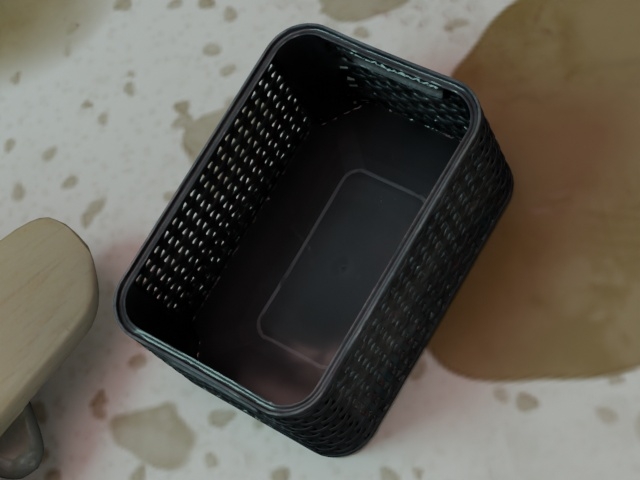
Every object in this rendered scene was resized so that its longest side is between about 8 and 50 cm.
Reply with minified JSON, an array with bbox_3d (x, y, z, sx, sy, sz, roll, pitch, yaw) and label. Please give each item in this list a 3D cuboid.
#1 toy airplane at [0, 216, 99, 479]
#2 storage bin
[{"bbox_3d":[-0.299,0.163,0.683,0.386,0.272,0.384,3,77,-19],"label":"toy airplane"},{"bbox_3d":[0.000,0.000,0.717,0.122,0.084,0.180,26,80,26],"label":"storage bin"}]
